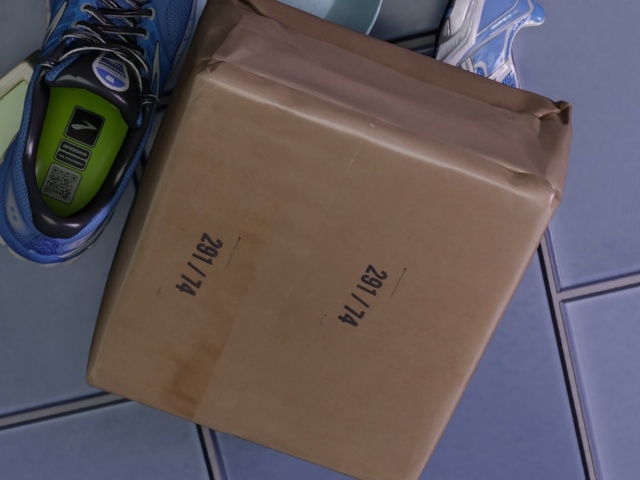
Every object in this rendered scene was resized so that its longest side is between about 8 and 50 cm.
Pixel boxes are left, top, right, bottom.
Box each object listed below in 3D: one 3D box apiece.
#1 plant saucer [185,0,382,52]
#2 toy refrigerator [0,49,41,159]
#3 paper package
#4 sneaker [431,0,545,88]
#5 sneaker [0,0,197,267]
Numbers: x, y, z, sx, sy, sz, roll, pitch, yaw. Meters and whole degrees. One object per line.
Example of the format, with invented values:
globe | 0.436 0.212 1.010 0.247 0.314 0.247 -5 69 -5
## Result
plant saucer | -0.042 -0.227 1.561 0.195 0.037 0.195 0 102 -1
toy refrigerator | -0.316 -0.037 1.571 0.269 0.094 0.102 -38 100 8
paper package | 0.000 0.000 1.495 0.309 0.168 0.325 20 123 -3
sneaker | 0.122 -0.123 1.563 0.081 0.080 0.211 21 102 -2
sneaker | -0.164 -0.139 1.456 0.129 0.147 0.330 17 82 -17
